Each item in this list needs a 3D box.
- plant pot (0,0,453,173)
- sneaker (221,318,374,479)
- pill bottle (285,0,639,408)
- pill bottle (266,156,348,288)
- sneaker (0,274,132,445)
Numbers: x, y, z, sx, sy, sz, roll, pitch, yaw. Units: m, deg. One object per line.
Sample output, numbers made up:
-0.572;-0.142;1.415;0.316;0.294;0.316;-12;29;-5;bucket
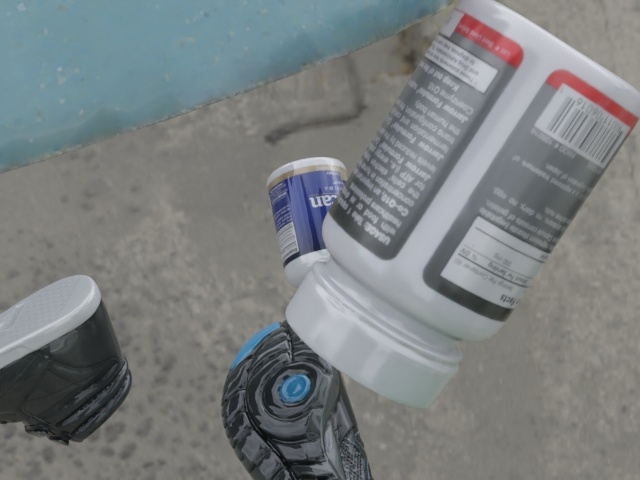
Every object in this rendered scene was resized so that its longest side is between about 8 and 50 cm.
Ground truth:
-0.123;-0.130;0.428;0.290;0.195;0.290;-16;11;3;plant pot
-0.011;0.228;1.311;0.125;0.139;0.340;-22;46;12;sneaker
0.102;-0.027;0.997;0.161;0.161;0.283;39;102;34;pill bottle
0.000;0.000;1.480;0.094;0.094;0.169;-12;71;-1;pill bottle
-0.317;0.161;1.282;0.296;0.146;0.104;-27;31;2;sneaker
